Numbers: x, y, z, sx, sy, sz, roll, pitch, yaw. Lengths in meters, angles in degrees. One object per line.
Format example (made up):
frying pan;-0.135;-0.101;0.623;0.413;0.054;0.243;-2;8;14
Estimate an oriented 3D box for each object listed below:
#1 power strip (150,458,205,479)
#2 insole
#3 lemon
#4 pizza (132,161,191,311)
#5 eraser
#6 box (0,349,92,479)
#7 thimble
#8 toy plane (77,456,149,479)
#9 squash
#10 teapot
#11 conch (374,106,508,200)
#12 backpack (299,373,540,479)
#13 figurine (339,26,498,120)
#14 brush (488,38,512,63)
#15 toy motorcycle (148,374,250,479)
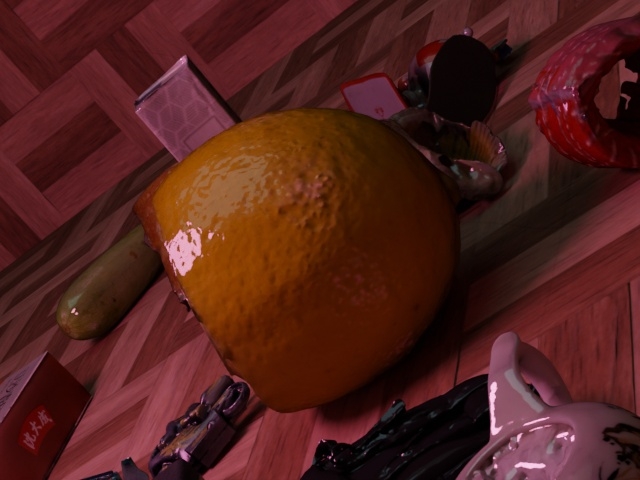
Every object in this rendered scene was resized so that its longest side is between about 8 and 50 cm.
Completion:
power strip;-0.181;0.349;1.688;0.105;0.070;0.256;-36;18;9
insole;0.203;-0.206;2.218;0.007;0.111;0.327;118;176;-49
lemon;0.000;0.000;1.714;0.364;0.364;0.364;-38;16;13
pizza;-0.153;-0.016;2.374;0.409;0.114;0.277;0;80;39
eraser;-0.080;-0.057;1.920;0.096;0.404;0.098;-38;16;4
box;-0.606;0.402;2.458;0.385;0.122;0.344;-34;17;26
thimble;0.346;-0.167;1.656;0.190;0.163;0.125;-30;12;-13
toy plane;-0.337;0.363;1.984;0.235;0.096;0.060;-20;21;7
squash;-0.391;0.065;2.894;0.118;0.118;0.370;-25;19;46
teapot;0.166;0.196;1.125;0.208;0.166;0.299;-46;21;29
conch;0.149;-0.106;1.998;0.245;0.163;0.178;12;66;35
backpack;0.094;0.215;1.310;0.258;0.133;0.206;-36;18;-8
figurine;0.184;-0.251;2.348;0.226;0.160;0.183;-37;14;-20
brush;0.287;-0.311;2.458;0.033;0.030;0.178;-50;6;-5
toy motorcycle;-0.167;0.258;1.913;0.193;0.061;0.124;-55;26;-17
